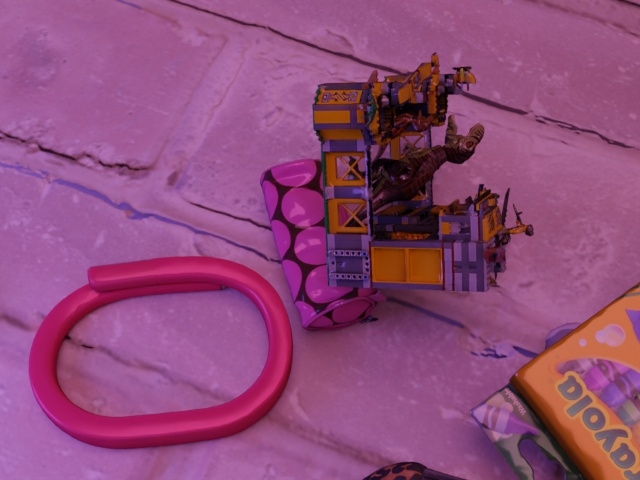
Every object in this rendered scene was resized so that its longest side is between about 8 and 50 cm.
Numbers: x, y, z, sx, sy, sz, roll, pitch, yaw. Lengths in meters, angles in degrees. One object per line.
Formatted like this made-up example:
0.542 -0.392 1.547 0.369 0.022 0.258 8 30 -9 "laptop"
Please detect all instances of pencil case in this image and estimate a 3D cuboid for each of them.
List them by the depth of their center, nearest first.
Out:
0.000 0.000 1.203 0.098 0.095 0.209 -31 64 23 "pencil case"

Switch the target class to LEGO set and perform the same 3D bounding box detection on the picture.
0.133 -0.070 1.099 0.192 0.331 0.255 1 93 21 "LEGO set"

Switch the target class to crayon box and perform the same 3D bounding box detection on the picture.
0.335 0.152 1.024 0.323 0.083 0.203 -36 76 -2 "crayon box"

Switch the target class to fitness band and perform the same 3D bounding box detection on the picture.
-0.176 0.123 1.160 0.291 0.054 0.209 -6 65 -3 "fitness band"

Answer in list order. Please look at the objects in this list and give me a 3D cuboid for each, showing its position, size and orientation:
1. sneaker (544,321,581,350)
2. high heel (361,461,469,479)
0.329 0.205 1.092 0.115 0.105 0.281 -35 69 -18 "sneaker"
0.101 0.359 1.042 0.186 0.093 0.261 8 74 28 "high heel"
